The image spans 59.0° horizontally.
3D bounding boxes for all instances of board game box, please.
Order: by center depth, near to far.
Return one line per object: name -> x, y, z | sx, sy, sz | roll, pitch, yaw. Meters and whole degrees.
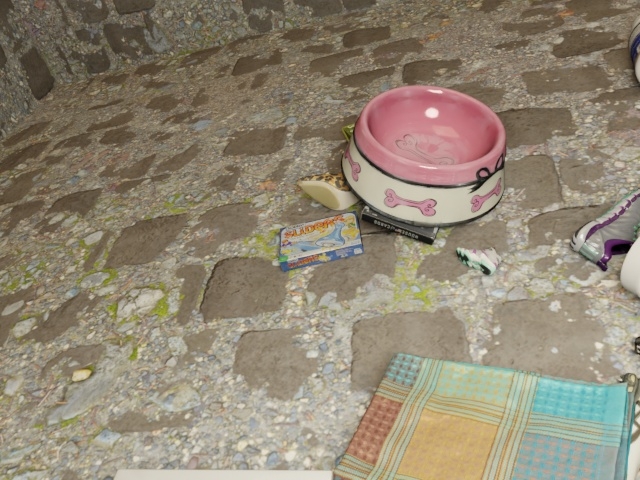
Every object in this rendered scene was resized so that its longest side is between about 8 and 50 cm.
board game box -> 0.000, 0.000, 1.386 | 0.201, 0.035, 0.136 | -14, 37, 7

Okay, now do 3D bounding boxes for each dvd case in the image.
dvd case -> 0.222, -0.104, 1.375 | 0.180, 0.029, 0.238 | 21, 49, 13

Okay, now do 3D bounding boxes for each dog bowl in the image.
dog bowl -> 0.258, -0.224, 1.364 | 0.409, 0.150, 0.407 | 1, 47, -1

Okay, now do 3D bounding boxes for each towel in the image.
towel -> 0.231, 0.279, 0.804 | 0.371, 0.040, 0.271 | 3, 35, 31

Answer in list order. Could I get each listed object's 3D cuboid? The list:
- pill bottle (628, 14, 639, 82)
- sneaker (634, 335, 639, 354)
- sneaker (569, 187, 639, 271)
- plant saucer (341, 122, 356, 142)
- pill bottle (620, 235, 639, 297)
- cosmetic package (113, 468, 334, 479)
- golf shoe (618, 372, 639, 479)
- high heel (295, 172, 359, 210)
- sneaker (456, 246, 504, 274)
pill bottle -> 0.939, -0.536, 1.558 | 0.153, 0.153, 0.264 | -1, 41, 22
sneaker -> 0.556, 0.195, 0.878 | 0.085, 0.058, 0.152 | -15, 32, -4
sneaker -> 0.612, -0.020, 1.133 | 0.224, 0.083, 0.098 | -32, 59, -10
plant saucer -> 0.175, -0.311, 1.695 | 0.188, 0.045, 0.188 | -19, 37, 1
pill bottle -> 0.646, 0.088, 0.892 | 0.161, 0.161, 0.283 | -31, 38, -16
cosmetic package -> -0.168, 0.481, 0.803 | 0.378, 0.097, 0.284 | -6, 37, 17
golf shoe -> 0.462, 0.277, 0.804 | 0.094, 0.077, 0.198 | 9, 46, 32
high heel -> 0.082, -0.168, 1.509 | 0.262, 0.093, 0.186 | 16, 51, 19
sneaker -> 0.344, 0.030, 1.202 | 0.069, 0.038, 0.098 | -36, 49, -23
